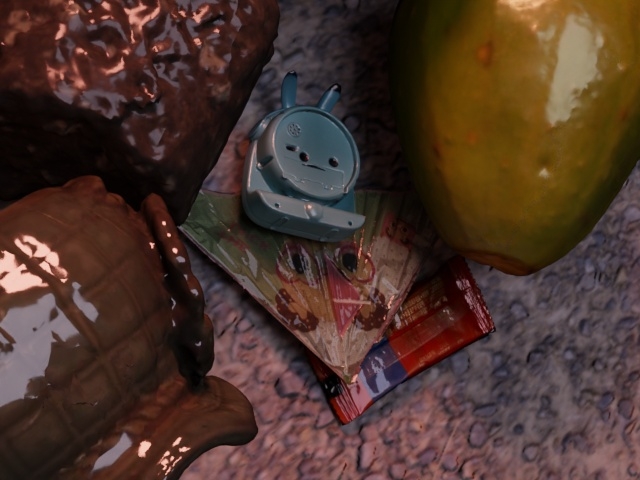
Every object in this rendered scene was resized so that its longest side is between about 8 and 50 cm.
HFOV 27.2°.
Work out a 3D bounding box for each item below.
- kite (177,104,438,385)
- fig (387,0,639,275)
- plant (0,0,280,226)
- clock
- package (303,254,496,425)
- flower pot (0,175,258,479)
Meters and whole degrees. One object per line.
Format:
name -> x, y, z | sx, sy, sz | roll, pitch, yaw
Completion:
kite -> 0.000, 0.000, 1.177 | 0.323, 0.013, 0.267 | -3, 72, -32
fig -> 0.185, -0.126, 1.196 | 0.258, 0.258, 0.326 | 16, 68, -28
plant -> -0.148, -0.172, 1.026 | 0.213, 0.215, 0.312 | 31, 58, -18
clock -> -0.013, -0.076, 1.165 | 0.108, 0.045, 0.147 | 13, 64, -27
package -> 0.076, 0.087, 1.204 | 0.200, 0.022, 0.083 | -27, 89, -33
flower pot -> -0.193, 0.101, 0.872 | 0.302, 0.302, 0.213 | -39, 97, -35
